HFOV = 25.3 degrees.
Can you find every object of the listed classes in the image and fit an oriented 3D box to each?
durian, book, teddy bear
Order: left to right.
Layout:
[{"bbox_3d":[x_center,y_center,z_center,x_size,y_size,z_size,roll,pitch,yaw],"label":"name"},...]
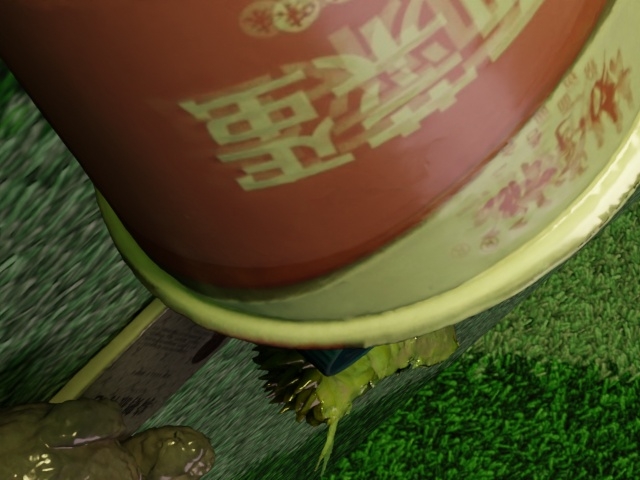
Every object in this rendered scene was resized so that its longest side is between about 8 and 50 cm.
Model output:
[{"bbox_3d":[-0.182,0.205,1.036,0.236,0.151,0.267,-35,159,-2],"label":"teddy bear"},{"bbox_3d":[-0.194,0.155,1.186,0.310,0.021,0.217,-45,167,3],"label":"book"},{"bbox_3d":[0.036,0.051,1.227,0.157,0.169,0.355,-50,171,24],"label":"durian"}]

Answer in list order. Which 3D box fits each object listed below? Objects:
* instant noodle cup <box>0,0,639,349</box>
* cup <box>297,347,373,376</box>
[{"bbox_3d":[-0.014,-0.103,0.445,0.235,0.235,0.178,-44,143,-2],"label":"instant noodle cup"},{"bbox_3d":[0.000,0.000,0.987,0.131,0.155,0.176,-48,165,20],"label":"cup"}]
